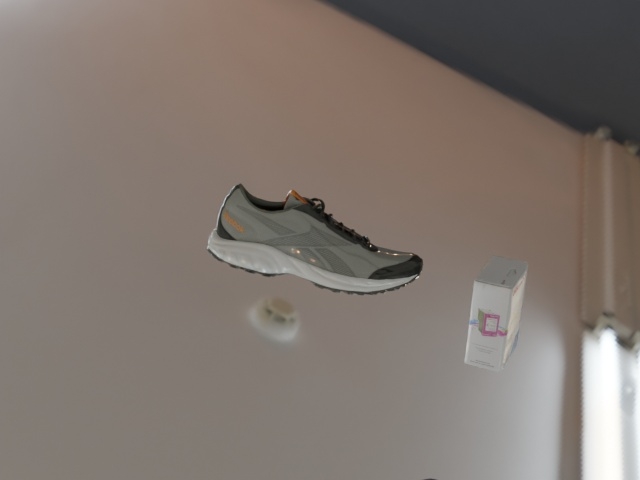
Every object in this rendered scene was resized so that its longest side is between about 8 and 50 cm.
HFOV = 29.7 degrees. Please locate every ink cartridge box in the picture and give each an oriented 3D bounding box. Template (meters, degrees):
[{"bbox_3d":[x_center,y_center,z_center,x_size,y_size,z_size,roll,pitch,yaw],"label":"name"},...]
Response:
[{"bbox_3d":[0.226,0.092,1.545,0.052,0.122,0.088,14,-154,19],"label":"ink cartridge box"}]

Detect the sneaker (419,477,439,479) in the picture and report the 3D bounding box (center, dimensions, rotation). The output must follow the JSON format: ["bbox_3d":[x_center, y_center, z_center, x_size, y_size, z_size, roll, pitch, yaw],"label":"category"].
[{"bbox_3d":[-0.030,0.244,0.897,0.296,0.112,0.131,-29,-119,-21],"label":"sneaker"}]

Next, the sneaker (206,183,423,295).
[{"bbox_3d":[0.000,0.000,1.507,0.271,0.108,0.100,13,-169,-6],"label":"sneaker"}]
